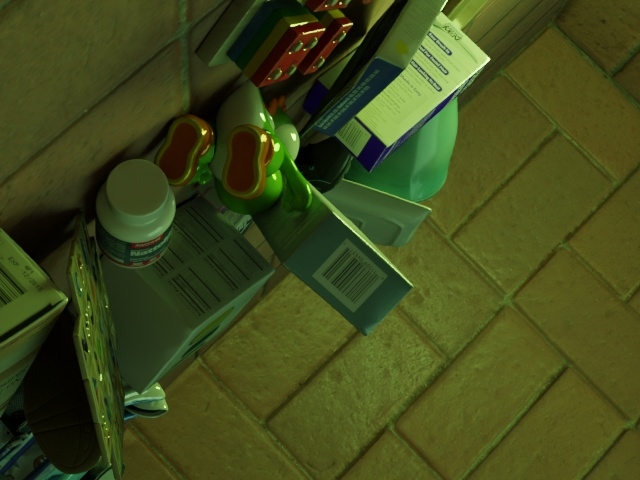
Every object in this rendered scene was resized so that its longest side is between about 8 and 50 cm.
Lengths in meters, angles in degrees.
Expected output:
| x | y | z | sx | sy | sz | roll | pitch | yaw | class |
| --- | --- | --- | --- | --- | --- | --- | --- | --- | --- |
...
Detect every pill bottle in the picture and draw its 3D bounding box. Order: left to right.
| x | y | z | sx | sy | sz | roll | pitch | yaw | class |
| --- | --- | --- | --- | --- | --- | --- | --- | --- | --- |
| -0.253 | -0.038 | 1.422 | 0.108 | 0.108 | 0.180 | -43 | 173 | -21 | pill bottle |

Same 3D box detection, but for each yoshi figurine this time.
| x | y | z | sx | sy | sz | roll | pitch | yaw | class |
| --- | --- | --- | --- | --- | --- | --- | --- | --- | --- |
| -0.119 | -0.106 | 1.585 | 0.203 | 0.204 | 0.362 | -30 | 180 | 15 | yoshi figurine |

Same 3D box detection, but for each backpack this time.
| x | y | z | sx | sy | sz | roll | pitch | yaw | class |
| --- | --- | --- | --- | --- | --- | --- | --- | --- | --- |
| -0.472 | 0.271 | 1.634 | 0.263 | 0.213 | 0.276 | -34 | 177 | -2 | backpack |

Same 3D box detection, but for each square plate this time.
| x | y | z | sx | sy | sz | roll | pitch | yaw | class |
| --- | --- | --- | --- | --- | --- | --- | --- | --- | --- |
| 0.050 | -0.066 | 2.277 | 0.347 | 0.344 | 0.049 | 105 | 2 | -78 | square plate |

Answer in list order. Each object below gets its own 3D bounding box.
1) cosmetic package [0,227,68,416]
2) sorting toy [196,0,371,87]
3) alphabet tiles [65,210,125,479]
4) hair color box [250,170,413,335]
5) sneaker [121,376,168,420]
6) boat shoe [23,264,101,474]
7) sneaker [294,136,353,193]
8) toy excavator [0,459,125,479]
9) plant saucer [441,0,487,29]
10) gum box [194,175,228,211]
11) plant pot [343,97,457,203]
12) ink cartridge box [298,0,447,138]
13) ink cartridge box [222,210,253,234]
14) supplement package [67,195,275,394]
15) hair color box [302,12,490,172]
| x | y | z | sx | sy | sz | roll | pitch | yaw | class |
| --- | --- | --- | --- | --- | --- | --- | --- | --- | --- |
| -0.437 | 0.138 | 1.249 | 0.153 | 0.129 | 0.296 | -39 | 172 | -46 | cosmetic package |
| -0.001 | -0.316 | 1.338 | 0.255 | 0.089 | 0.257 | -48 | 173 | 26 | sorting toy |
| -0.289 | 0.129 | 1.355 | 0.011 | 0.285 | 0.342 | -11 | -159 | -5 | alphabet tiles |
| 0.000 | 0.000 | 1.708 | 0.113 | 0.185 | 0.374 | -46 | -159 | 3 | hair color box |
| -0.343 | 0.215 | 1.896 | 0.130 | 0.236 | 0.323 | -50 | 172 | 38 | sneaker |
| -0.347 | 0.166 | 1.387 | 0.104 | 0.285 | 0.089 | -15 | 177 | -2 | boat shoe |
| -0.045 | -0.132 | 2.035 | 0.267 | 0.106 | 0.101 | -35 | -136 | 33 | sneaker |
| -0.617 | 0.438 | 1.885 | 0.433 | 0.222 | 0.445 | -46 | 157 | -15 | toy excavator |
| 0.319 | -0.529 | 2.332 | 0.278 | 0.041 | 0.278 | -44 | 174 | -6 | plant saucer |
| -0.131 | -0.132 | 1.829 | 0.188 | 0.062 | 0.107 | -47 | 174 | 10 | gum box |
| 0.173 | -0.260 | 2.215 | 0.271 | 0.271 | 0.255 | -41 | 159 | -37 | plant pot |
| 0.087 | -0.288 | 1.733 | 0.307 | 0.072 | 0.303 | -60 | -169 | -24 | ink cartridge box |
| -0.205 | -0.012 | 2.229 | 0.207 | 0.046 | 0.097 | -48 | 173 | 28 | ink cartridge box |
| -0.258 | 0.089 | 1.804 | 0.199 | 0.198 | 0.262 | -49 | 173 | 35 | supplement package |
| 0.148 | -0.303 | 2.000 | 0.339 | 0.185 | 0.110 | -41 | 173 | -30 | hair color box |
